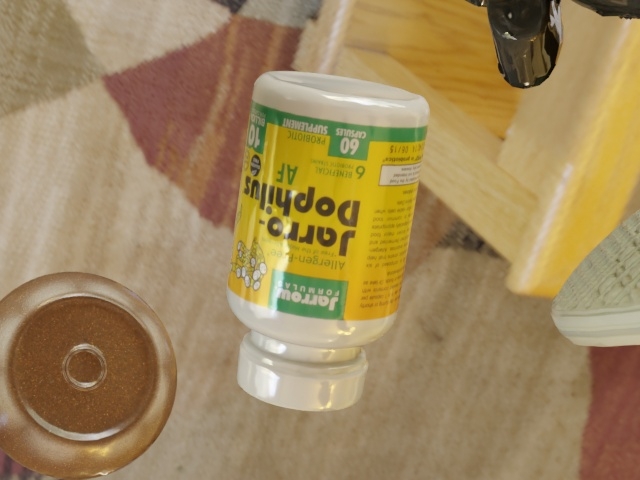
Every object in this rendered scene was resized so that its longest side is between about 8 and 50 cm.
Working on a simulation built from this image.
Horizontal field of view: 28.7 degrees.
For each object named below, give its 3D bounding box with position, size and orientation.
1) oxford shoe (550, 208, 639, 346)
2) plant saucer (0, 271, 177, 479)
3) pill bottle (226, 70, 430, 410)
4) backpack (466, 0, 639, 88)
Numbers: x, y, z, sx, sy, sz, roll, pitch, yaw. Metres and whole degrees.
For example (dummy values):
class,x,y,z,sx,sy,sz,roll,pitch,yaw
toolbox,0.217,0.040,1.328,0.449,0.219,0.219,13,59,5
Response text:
class,x,y,z,sx,sy,sz,roll,pitch,yaw
oxford shoe,0.313,0.013,0.758,0.130,0.449,0.169,47,57,-14
plant saucer,-0.224,0.122,1.171,0.198,0.036,0.199,7,73,-24
pill bottle,0.000,0.000,0.830,0.117,0.117,0.208,2,105,-26
backpack,0.176,-0.187,0.314,0.263,0.213,0.276,-40,144,-44
